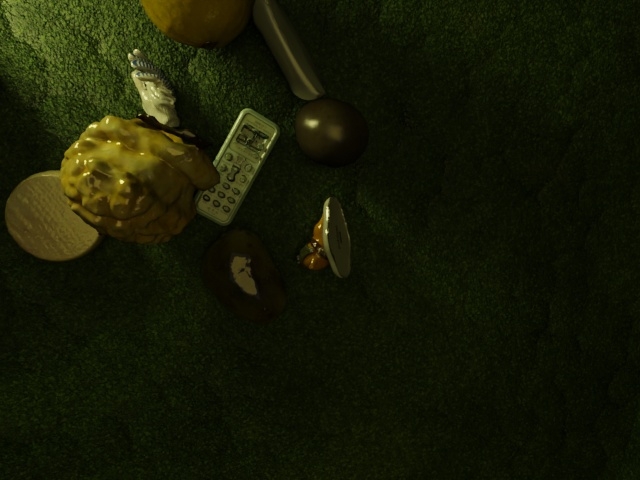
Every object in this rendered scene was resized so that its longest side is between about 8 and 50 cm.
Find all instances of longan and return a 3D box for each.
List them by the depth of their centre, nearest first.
[{"bbox_3d":[0.031,-0.306,1.289,0.220,0.196,0.197,23,94,-12],"label":"longan"}]

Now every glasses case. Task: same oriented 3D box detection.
[{"bbox_3d":[-0.089,-0.536,1.269,0.083,0.128,0.308,-25,105,20],"label":"glasses case"}]

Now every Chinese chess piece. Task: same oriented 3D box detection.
[{"bbox_3d":[-0.707,-0.065,1.226,0.250,0.097,0.251,-2,101,-11],"label":"Chinese chess piece"}]

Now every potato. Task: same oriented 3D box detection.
[{"bbox_3d":[-0.219,0.114,1.318,0.210,0.173,0.307,-35,102,-6],"label":"potato"}]

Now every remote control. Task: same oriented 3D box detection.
[{"bbox_3d":[-0.246,-0.211,1.312,0.128,0.065,0.335,29,93,-13],"label":"remote control"}]

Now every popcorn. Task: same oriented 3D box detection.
[{"bbox_3d":[-0.436,-0.164,1.129,0.381,0.349,0.349,-30,106,22],"label":"popcorn"}]

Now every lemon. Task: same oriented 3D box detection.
[{"bbox_3d":[-0.309,-0.635,1.118,0.297,0.297,0.297,-2,100,-11],"label":"lemon"}]

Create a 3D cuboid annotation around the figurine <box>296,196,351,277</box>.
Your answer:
[{"bbox_3d":[0.000,0.000,1.394,0.141,0.166,0.250,-10,75,26],"label":"figurine"}]

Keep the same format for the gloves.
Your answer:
[{"bbox_3d":[-0.452,-0.402,1.225,0.119,0.097,0.229,-6,116,35],"label":"gloves"}]
